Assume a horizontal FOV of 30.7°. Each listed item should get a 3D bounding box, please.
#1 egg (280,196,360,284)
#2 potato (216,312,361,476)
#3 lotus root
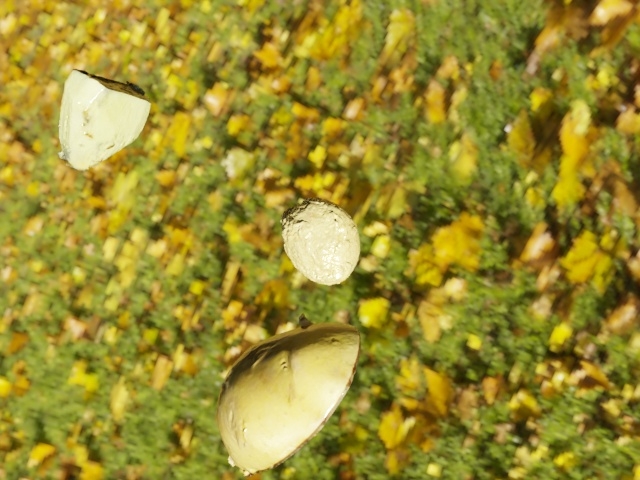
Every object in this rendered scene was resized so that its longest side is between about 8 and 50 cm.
[{"bbox_3d":[0.000,0.000,1.731,0.118,0.116,0.140,-33,72,19],"label":"egg"},{"bbox_3d":[-0.066,0.206,1.709,0.299,0.116,0.239,-37,20,44],"label":"potato"},{"bbox_3d":[-0.311,-0.164,1.668,0.070,0.143,0.144,32,110,25],"label":"lotus root"}]
